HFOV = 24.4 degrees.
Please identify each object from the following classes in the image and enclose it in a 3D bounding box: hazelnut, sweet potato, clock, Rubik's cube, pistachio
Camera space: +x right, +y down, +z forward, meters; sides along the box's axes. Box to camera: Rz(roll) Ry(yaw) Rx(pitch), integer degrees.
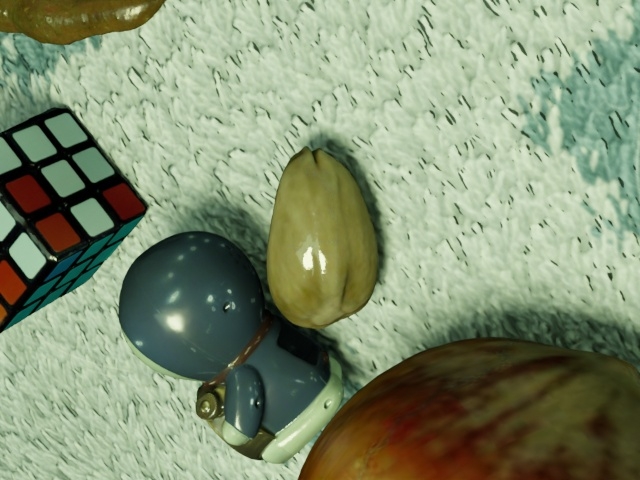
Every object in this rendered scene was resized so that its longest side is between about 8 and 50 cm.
[{"bbox_3d":[0.167,0.271,1.288,0.409,0.359,0.359,22,121,26],"label":"hazelnut"},{"bbox_3d":[-0.271,-0.238,1.550,0.273,0.067,0.067,3,112,27],"label":"sweet potato"},{"bbox_3d":[-0.096,0.098,1.494,0.146,0.199,0.243,-41,104,18],"label":"clock"},{"bbox_3d":[-0.318,-0.024,1.610,0.163,0.162,0.160,51,130,7],"label":"Rubik's cube"},{"bbox_3d":[0.000,0.000,1.443,0.108,0.126,0.185,-4,110,-9],"label":"pistachio"}]
